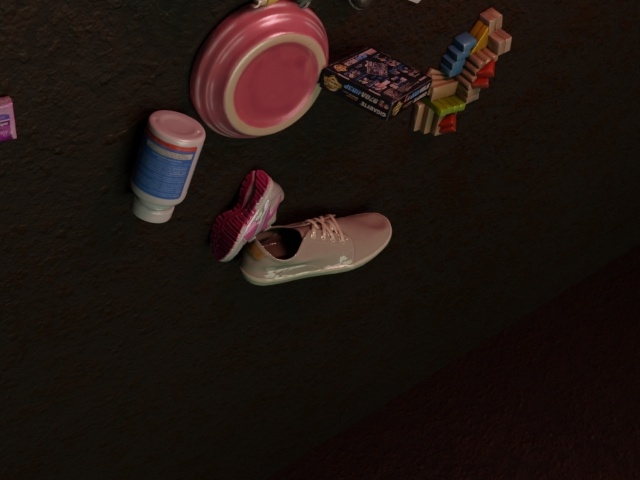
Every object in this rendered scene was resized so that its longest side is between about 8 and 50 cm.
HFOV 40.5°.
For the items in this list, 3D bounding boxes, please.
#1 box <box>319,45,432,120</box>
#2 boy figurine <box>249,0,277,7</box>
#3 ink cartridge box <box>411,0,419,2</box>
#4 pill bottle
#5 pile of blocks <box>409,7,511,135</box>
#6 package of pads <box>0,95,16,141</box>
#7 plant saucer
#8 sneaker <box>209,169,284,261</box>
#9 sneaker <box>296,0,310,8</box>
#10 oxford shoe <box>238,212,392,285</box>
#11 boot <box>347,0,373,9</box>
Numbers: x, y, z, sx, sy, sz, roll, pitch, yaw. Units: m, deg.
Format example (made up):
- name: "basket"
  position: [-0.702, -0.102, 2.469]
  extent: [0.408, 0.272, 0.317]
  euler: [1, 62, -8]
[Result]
- name: "box"
  position: [0.127, -0.351, 1.921]
  extent: [0.220, 0.175, 0.051]
  euler: [-39, 154, -52]
- name: "boy figurine"
  position: [-0.084, -0.526, 1.669]
  extent: [0.285, 0.092, 0.177]
  euler: [2, 122, -41]
- name: "ink cartridge box"
  position: [0.224, -0.639, 1.891]
  extent: [0.189, 0.066, 0.232]
  euler: [4, 147, -46]
- name: "pill bottle"
  position: [-0.329, -0.149, 1.818]
  extent: [0.124, 0.124, 0.222]
  euler: [-5, 131, -40]
- name: "pile of blocks"
  position: [0.361, -0.408, 2.200]
  extent: [0.148, 0.113, 0.362]
  euler: [1, 127, -44]
- name: "package of pads"
  position: [-0.584, -0.220, 1.578]
  extent: [0.050, 0.032, 0.083]
  euler: [-16, 138, -27]
- name: "plant saucer"
  position: [-0.113, -0.347, 1.842]
  extent: [0.332, 0.084, 0.332]
  euler: [-25, 142, -21]
- name: "sneaker"
  position: [-0.169, -0.046, 2.101]
  extent: [0.111, 0.103, 0.252]
  euler: [18, 116, -49]
- name: "sneaker"
  position: [-0.079, -0.533, 1.519]
  extent: [0.115, 0.281, 0.105]
  euler: [-40, 168, 29]
- name: "oxford shoe"
  position: [0.000, 0.000, 2.266]
  extent: [0.449, 0.169, 0.130]
  euler: [-14, 136, -26]
- name: "boot"
  position: [0.144, -0.546, 1.731]
  extent: [0.091, 0.229, 0.263]
  euler: [-5, 130, -27]
